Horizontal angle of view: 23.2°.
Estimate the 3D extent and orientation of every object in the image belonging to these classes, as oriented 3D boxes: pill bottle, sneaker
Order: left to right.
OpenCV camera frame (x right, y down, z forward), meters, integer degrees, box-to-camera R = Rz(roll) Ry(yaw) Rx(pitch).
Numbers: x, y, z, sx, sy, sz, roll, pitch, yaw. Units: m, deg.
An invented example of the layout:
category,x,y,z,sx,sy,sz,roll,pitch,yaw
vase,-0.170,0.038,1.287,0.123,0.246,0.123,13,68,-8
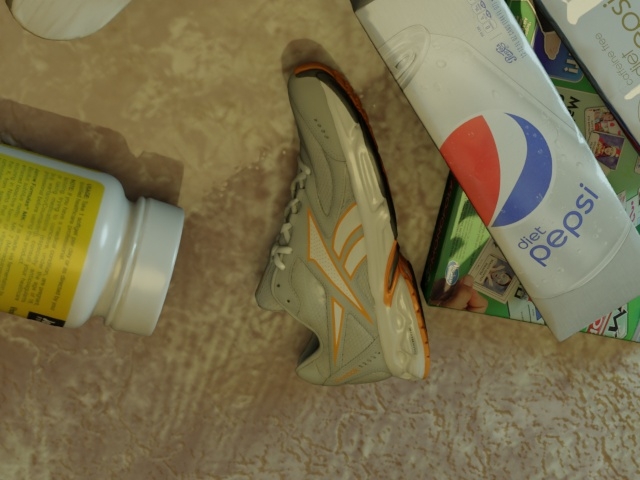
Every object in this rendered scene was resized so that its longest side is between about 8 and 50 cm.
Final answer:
category,x,y,z,sx,sy,sz,roll,pitch,yaw
pill bottle,-0.211,-0.004,1.127,0.209,0.119,0.119,16,107,-10
sneaker,0.000,0.000,1.162,0.121,0.099,0.262,-14,109,5

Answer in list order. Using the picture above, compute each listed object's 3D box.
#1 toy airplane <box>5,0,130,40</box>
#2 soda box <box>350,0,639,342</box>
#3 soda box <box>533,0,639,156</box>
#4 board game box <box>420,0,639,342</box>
category,x,y,z,sx,sy,sz,roll,pitch,yaw
toy airplane,-0.027,-0.321,0.949,0.385,0.272,0.386,-5,108,-6
soda box,0.129,-0.075,1.096,0.091,0.098,0.286,-31,109,7
soda box,0.221,-0.127,1.096,0.069,0.074,0.216,-36,108,8
board game box,0.216,-0.083,1.175,0.214,0.046,0.317,11,108,-9
